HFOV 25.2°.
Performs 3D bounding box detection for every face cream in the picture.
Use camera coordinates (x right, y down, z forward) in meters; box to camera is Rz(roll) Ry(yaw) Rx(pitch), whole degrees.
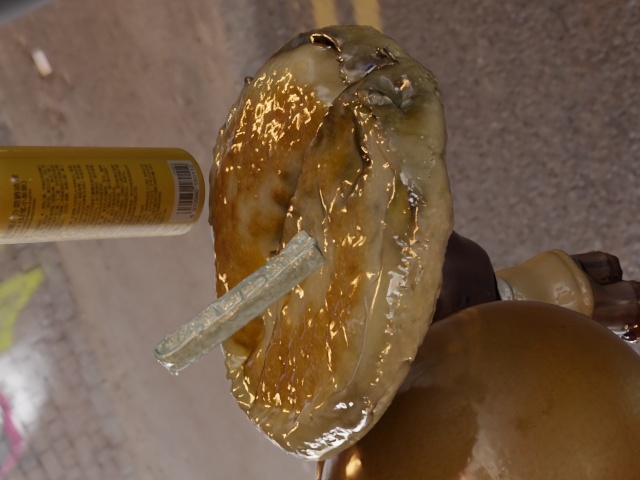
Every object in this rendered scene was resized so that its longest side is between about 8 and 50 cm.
[{"bbox_3d":[-0.285,-0.050,1.541,0.105,0.348,0.105,4,95,43],"label":"face cream"}]

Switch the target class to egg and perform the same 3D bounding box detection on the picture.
[{"bbox_3d":[0.146,0.201,1.165,0.282,0.351,0.283,16,127,22],"label":"egg"}]

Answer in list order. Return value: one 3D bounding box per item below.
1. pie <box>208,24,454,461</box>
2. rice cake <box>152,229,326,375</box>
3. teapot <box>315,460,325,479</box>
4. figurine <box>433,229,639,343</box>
[{"bbox_3d":[0.000,0.000,1.045,0.339,0.077,0.339,-17,71,60],"label":"pie"},{"bbox_3d":[-0.049,0.038,0.869,0.022,0.121,0.021,52,180,-44],"label":"rice cake"},{"bbox_3d":[0.057,0.315,1.780,0.178,0.135,0.252,-39,60,47],"label":"teapot"},{"bbox_3d":[0.161,0.085,1.548,0.206,0.365,0.218,-56,39,35],"label":"figurine"}]
